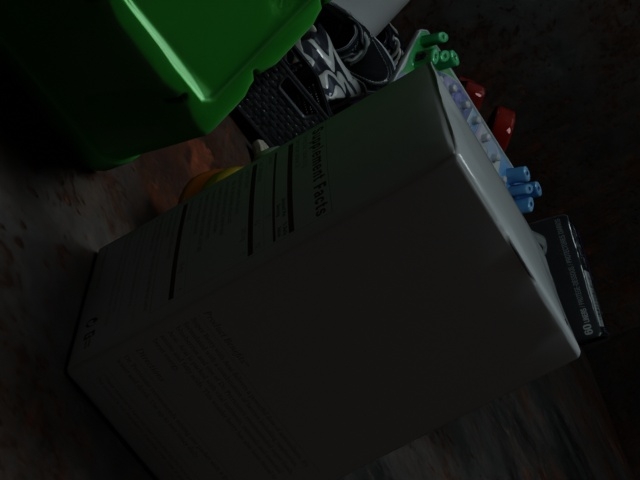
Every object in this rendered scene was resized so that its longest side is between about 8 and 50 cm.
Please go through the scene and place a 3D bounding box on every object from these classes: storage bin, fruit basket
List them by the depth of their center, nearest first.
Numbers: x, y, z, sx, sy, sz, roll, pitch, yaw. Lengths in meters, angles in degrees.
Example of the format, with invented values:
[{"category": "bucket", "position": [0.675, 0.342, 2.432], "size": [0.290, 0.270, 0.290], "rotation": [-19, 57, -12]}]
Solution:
[{"category": "fruit basket", "position": [-0.131, -0.248, 1.053], "size": [0.283, 0.392, 0.392], "rotation": [53, 15, -33]}, {"category": "storage bin", "position": [-0.060, -0.202, 1.619], "size": [0.122, 0.084, 0.180], "rotation": [49, 14, -28]}]

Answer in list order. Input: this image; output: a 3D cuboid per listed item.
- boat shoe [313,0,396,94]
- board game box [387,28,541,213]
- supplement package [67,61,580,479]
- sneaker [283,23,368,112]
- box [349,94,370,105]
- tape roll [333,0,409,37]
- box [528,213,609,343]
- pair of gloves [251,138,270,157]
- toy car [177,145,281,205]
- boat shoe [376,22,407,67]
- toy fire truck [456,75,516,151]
[{"category": "boat shoe", "position": [0.034, -0.335, 2.121], "size": [0.301, 0.108, 0.102], "rotation": [37, -5, -36]}, {"category": "board game box", "position": [0.202, -0.075, 2.007], "size": [0.390, 0.050, 0.390], "rotation": [52, 49, -32]}, {"category": "supplement package", "position": [0.001, 0.041, 0.890], "size": [0.177, 0.293, 0.175], "rotation": [56, 14, -24]}, {"category": "sneaker", "position": [-0.002, -0.288, 2.039], "size": [0.235, 0.094, 0.153], "rotation": [-22, 91, -67]}, {"category": "box", "position": [0.083, -0.300, 2.379], "size": [0.201, 0.057, 0.293], "rotation": [43, 16, -7]}, {"category": "tape roll", "position": [0.031, -0.469, 2.263], "size": [0.246, 0.169, 0.246], "rotation": [40, 17, -15]}, {"category": "box", "position": [0.219, 0.084, 1.644], "size": [0.143, 0.270, 0.165], "rotation": [17, 57, -72]}, {"category": "pair of gloves", "position": [0.000, 0.000, 1.548], "size": [0.240, 0.042, 0.204], "rotation": [49, 18, -40]}, {"category": "toy car", "position": [-0.058, 0.013, 1.126], "size": [0.182, 0.159, 0.136], "rotation": [56, -23, -20]}, {"category": "boat shoe", "position": [0.122, -0.382, 2.610], "size": [0.340, 0.127, 0.158], "rotation": [44, 2, -26]}, {"category": "toy fire truck", "position": [0.232, -0.154, 2.316], "size": [0.169, 0.302, 0.254], "rotation": [17, 6, -2]}]
